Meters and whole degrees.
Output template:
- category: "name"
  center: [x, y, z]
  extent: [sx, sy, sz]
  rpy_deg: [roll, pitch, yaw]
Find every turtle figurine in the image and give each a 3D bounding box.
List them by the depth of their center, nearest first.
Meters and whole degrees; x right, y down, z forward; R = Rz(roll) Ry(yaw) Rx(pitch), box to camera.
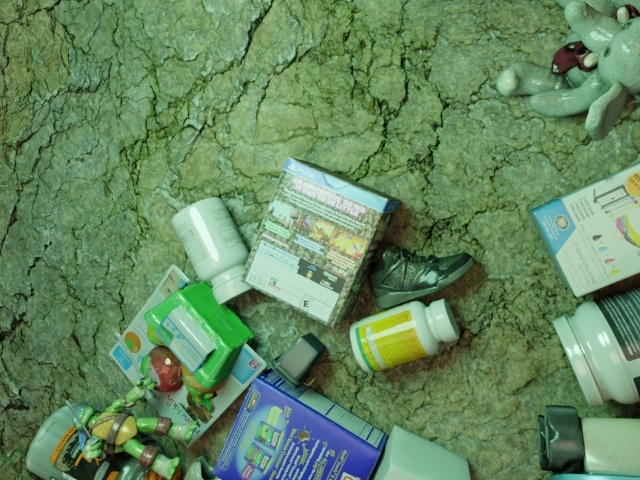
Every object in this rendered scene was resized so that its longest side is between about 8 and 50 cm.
- category: "turtle figurine"
  center: [-0.417, 0.401, 1.172]
  extent: [0.266, 0.198, 0.274]
  rpy_deg: [23, 101, -3]

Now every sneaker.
- category: "sneaker"
  center: [0.198, 0.050, 1.113]
  extent: [0.227, 0.087, 0.130]
  rpy_deg: [-21, 98, 23]
- category: "sneaker"
  center: [-0.224, 0.623, 1.291]
  extent: [0.262, 0.099, 0.121]
  rpy_deg: [21, 95, 15]

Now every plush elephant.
- category: "plush elephant"
  center: [0.492, -0.323, 0.907]
  extent: [0.330, 0.255, 0.272]
  rpy_deg: [38, 104, 12]

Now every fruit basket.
- category: "fruit basket"
  center: [-0.340, 0.286, 1.271]
  extent: [0.327, 0.165, 0.353]
  rpy_deg: [46, 109, 10]

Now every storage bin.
- category: "storage bin"
  center: [-0.038, 0.265, 1.190]
  extent: [0.098, 0.135, 0.091]
  rpy_deg: [41, 95, 12]

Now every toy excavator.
- category: "toy excavator"
  center: [0.522, 0.551, 0.955]
  extent: [0.222, 0.433, 0.445]
  rpy_deg: [-2, 65, 18]

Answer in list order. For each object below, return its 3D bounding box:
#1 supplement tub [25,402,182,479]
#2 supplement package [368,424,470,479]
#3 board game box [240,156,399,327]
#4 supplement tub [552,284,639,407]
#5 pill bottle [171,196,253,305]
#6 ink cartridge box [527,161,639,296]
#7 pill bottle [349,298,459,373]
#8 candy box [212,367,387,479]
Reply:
- category: "supplement tub"
  center: [-0.533, 0.564, 1.327]
  extent: [0.338, 0.207, 0.207]
  rpy_deg: [20, 99, 15]
- category: "supplement package"
  center: [0.174, 0.579, 1.104]
  extent: [0.177, 0.175, 0.293]
  rpy_deg: [24, 101, 6]
- category: "board game box"
  center: [0.000, 0.000, 1.149]
  extent: [0.232, 0.141, 0.291]
  rpy_deg: [26, 101, 15]
- category: "supplement tub"
  center: [0.582, 0.176, 0.945]
  extent: [0.272, 0.191, 0.191]
  rpy_deg: [-23, 86, 18]
- category: "pill bottle"
  center: [-0.239, 0.027, 1.235]
  extent: [0.131, 0.131, 0.229]
  rpy_deg: [-29, 84, 18]
- category: "ink cartridge box"
  center: [0.529, -0.028, 0.961]
  extent: [0.233, 0.168, 0.171]
  rpy_deg: [-26, 84, 17]
- category: "pill bottle"
  center: [0.177, 0.196, 1.118]
  extent: [0.208, 0.117, 0.117]
  rpy_deg: [-22, 87, 18]
- category: "candy box"
  center: [-0.046, 0.486, 1.208]
  extent: [0.317, 0.122, 0.268]
  rpy_deg: [28, 101, 15]
